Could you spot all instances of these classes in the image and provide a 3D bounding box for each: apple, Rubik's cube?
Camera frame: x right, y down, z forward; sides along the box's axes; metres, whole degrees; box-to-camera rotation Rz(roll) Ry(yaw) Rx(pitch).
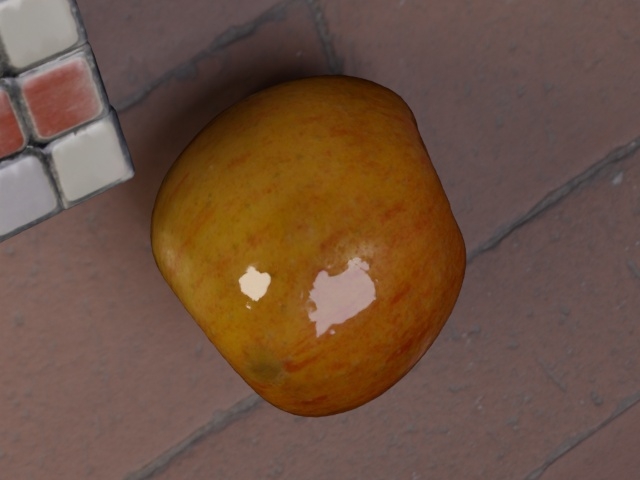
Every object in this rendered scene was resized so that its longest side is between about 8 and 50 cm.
[{"bbox_3d":[0.000,0.000,1.353,0.275,0.299,0.299,-33,130,-2],"label":"apple"},{"bbox_3d":[-0.323,-0.143,1.085,0.259,0.256,0.253,-25,127,-18],"label":"Rubik's cube"}]
